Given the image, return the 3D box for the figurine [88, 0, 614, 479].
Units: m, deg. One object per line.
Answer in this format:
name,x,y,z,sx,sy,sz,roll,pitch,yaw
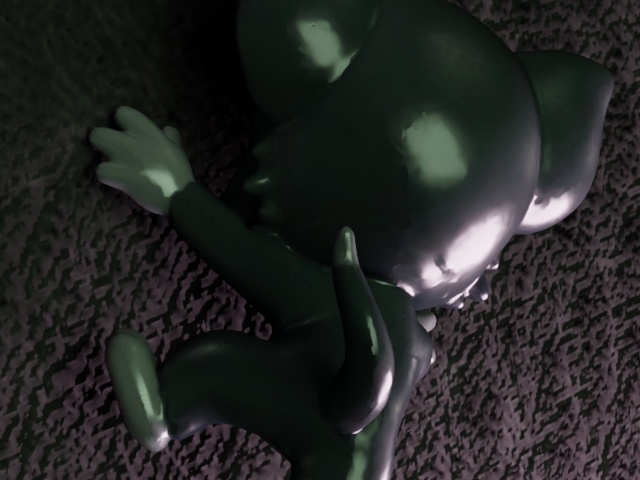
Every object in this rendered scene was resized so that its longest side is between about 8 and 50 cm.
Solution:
figurine,0.001,0.001,0.706,0.193,0.140,0.265,30,45,-15
